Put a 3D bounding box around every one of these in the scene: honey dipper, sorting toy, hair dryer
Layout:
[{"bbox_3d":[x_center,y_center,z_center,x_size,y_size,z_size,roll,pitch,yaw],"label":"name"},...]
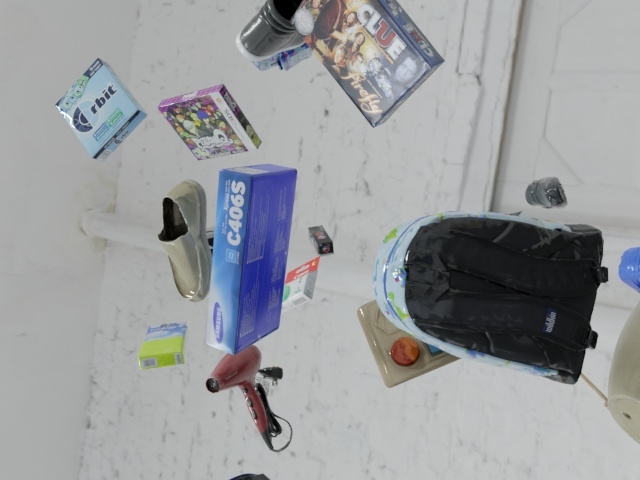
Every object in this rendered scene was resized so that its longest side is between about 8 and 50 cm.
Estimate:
[{"bbox_3d":[0.669,0.359,1.363,0.031,0.160,0.030,-13,-51,-17],"label":"honey dipper"},{"bbox_3d":[0.200,0.163,1.314,0.041,0.229,0.307,53,-167,-57],"label":"sorting toy"},{"bbox_3d":[-0.149,0.339,1.267,0.293,0.080,0.223,39,-153,-45],"label":"hair dryer"}]

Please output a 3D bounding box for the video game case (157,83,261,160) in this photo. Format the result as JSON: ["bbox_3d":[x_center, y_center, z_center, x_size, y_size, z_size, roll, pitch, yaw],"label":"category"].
[{"bbox_3d":[-0.315,-0.330,1.599,0.210,0.232,0.041,57,-139,-40],"label":"video game case"}]

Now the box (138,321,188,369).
[{"bbox_3d":[-0.402,0.270,1.451,0.178,0.109,0.042,-119,24,-72],"label":"box"}]

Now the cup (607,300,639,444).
[{"bbox_3d":[0.737,0.305,1.147,0.237,0.331,0.331,-38,-46,-18],"label":"cup"}]

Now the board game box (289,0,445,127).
[{"bbox_3d":[0.070,-0.334,0.934,0.042,0.165,0.243,-35,-95,-41],"label":"board game box"}]

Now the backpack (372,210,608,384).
[{"bbox_3d":[0.270,0.081,0.975,0.356,0.273,0.289,8,-90,-27],"label":"backpack"}]

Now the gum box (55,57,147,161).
[{"bbox_3d":[-0.507,-0.302,1.293,0.157,0.184,0.041,-43,-18,10],"label":"gum box"}]

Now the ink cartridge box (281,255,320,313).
[{"bbox_3d":[-0.095,0.153,2.057,0.056,0.181,0.224,42,-143,-28],"label":"ink cartridge box"}]

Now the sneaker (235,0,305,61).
[{"bbox_3d":[-0.056,-0.506,1.259,0.104,0.147,0.295,52,-134,-11],"label":"sneaker"}]

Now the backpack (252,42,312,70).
[{"bbox_3d":[-0.121,-0.533,1.554,0.116,0.173,0.158,60,177,-2],"label":"backpack"}]

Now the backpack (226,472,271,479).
[{"bbox_3d":[-0.171,0.629,1.152,0.264,0.276,0.213,-24,-35,-35],"label":"backpack"}]

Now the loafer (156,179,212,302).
[{"bbox_3d":[-0.295,0.007,1.192,0.092,0.102,0.268,-19,-71,-54],"label":"loafer"}]

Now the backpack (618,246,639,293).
[{"bbox_3d":[0.726,0.063,1.226,0.097,0.120,0.101,-66,12,-20],"label":"backpack"}]

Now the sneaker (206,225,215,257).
[{"bbox_3d":[-0.316,0.019,1.736,0.217,0.079,0.121,-10,-64,-31],"label":"sneaker"}]

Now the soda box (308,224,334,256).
[{"bbox_3d":[0.000,0.000,2.066,0.169,0.060,0.053,-121,23,-64],"label":"soda box"}]

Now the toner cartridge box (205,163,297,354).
[{"bbox_3d":[-0.134,0.030,1.094,0.165,0.075,0.347,-20,-59,-60],"label":"toner cartridge box"}]

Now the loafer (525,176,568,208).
[{"bbox_3d":[0.507,-0.102,1.270,0.076,0.078,0.223,68,-162,-3],"label":"loafer"}]
